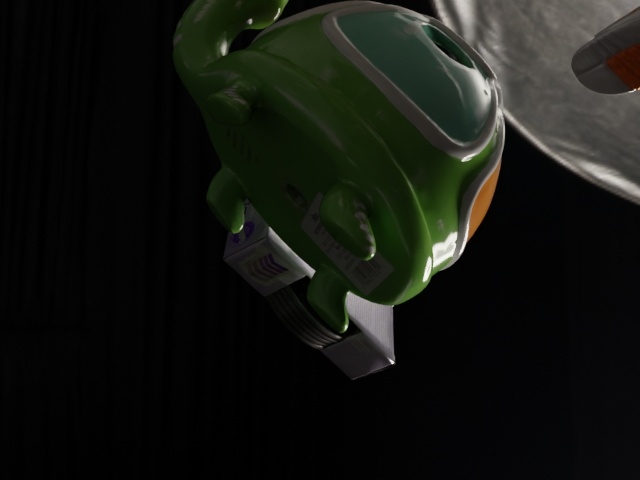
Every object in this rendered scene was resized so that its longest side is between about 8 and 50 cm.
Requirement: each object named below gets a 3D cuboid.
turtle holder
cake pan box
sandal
[{"bbox_3d":[0.014,-0.101,0.684,0.320,0.227,0.243,35,155,33],"label":"turtle holder"},{"bbox_3d":[0.000,0.000,0.908,0.070,0.267,0.246,-28,127,26],"label":"cake pan box"},{"bbox_3d":[0.500,-0.305,1.108,0.265,0.102,0.076,-27,-160,32],"label":"sandal"}]
